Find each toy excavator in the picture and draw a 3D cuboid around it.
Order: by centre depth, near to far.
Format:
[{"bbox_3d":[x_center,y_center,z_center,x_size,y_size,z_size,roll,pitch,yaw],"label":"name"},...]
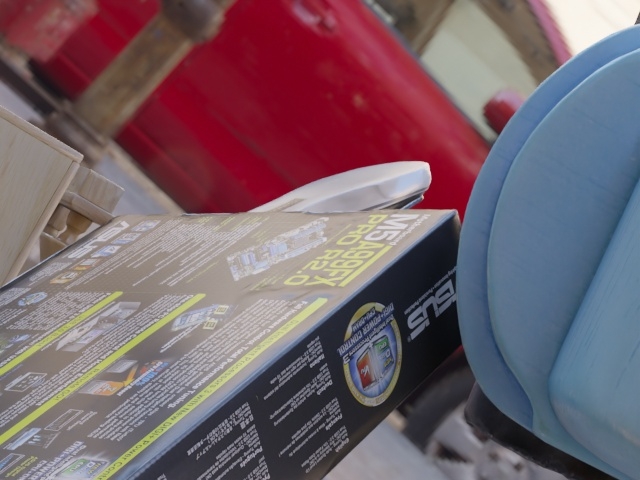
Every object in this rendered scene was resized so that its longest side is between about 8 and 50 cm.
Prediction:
[{"bbox_3d":[0.227,0.055,0.441,0.432,0.222,0.445,26,4,18],"label":"toy excavator"}]

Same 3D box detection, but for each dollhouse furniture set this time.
[{"bbox_3d":[-0.350,-0.050,1.099,0.303,0.174,0.355,33,-8,-35],"label":"dollhouse furniture set"}]

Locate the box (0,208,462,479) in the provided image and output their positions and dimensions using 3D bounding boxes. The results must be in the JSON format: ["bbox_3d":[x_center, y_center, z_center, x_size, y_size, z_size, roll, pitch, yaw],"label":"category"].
[{"bbox_3d":[-0.089,0.066,0.599,0.216,0.270,0.060,0,-66,36],"label":"box"}]

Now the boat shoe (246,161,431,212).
[{"bbox_3d":[0.000,0.000,1.144,0.080,0.228,0.076,9,-62,53],"label":"boat shoe"}]
